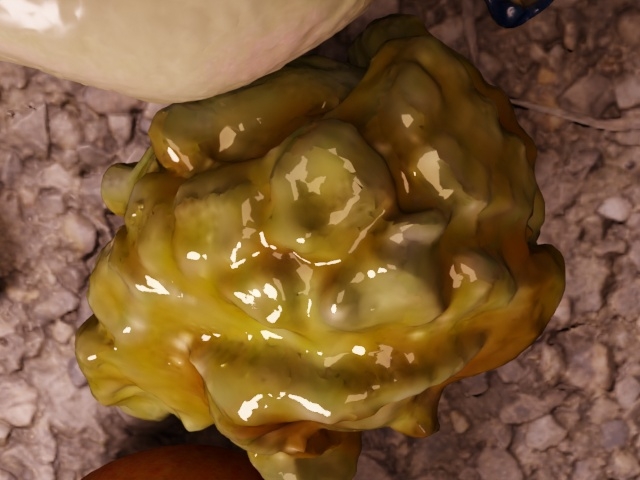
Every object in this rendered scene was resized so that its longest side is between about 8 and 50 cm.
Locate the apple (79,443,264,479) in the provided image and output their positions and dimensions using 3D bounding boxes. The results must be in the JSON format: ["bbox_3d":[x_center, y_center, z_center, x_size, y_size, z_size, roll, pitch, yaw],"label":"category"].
[{"bbox_3d":[-0.115,0.308,0.729,0.299,0.275,0.298,0,96,-4],"label":"apple"}]

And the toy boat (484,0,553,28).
[{"bbox_3d":[0.164,-0.272,0.602,0.114,0.115,0.262,15,108,-6],"label":"toy boat"}]

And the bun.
[{"bbox_3d":[-0.118,-0.211,0.531,0.361,0.361,0.213,-7,144,1],"label":"bun"}]

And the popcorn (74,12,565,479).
[{"bbox_3d":[-0.004,0.003,0.613,0.274,0.279,0.335,39,146,-14],"label":"popcorn"}]
